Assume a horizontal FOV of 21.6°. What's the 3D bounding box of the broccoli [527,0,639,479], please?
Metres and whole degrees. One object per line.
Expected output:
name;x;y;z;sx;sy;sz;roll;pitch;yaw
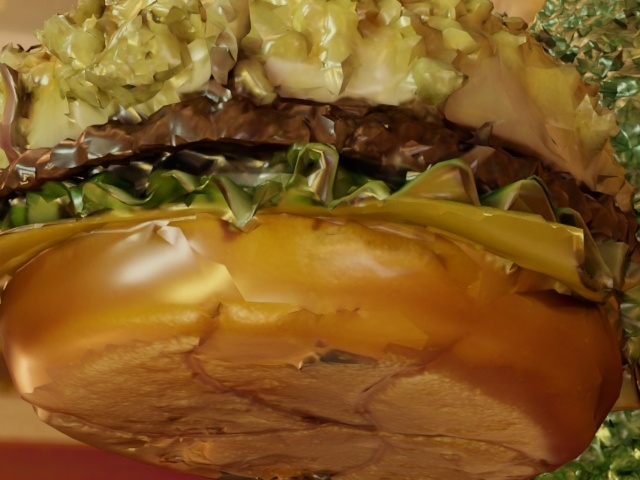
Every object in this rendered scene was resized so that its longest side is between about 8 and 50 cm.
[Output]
broccoli;0.200;0.009;0.786;0.310;0.321;0.413;-42;52;6

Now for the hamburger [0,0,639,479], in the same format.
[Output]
hamburger;0.000;0.000;0.555;0.262;0.243;0.139;63;-151;-63
